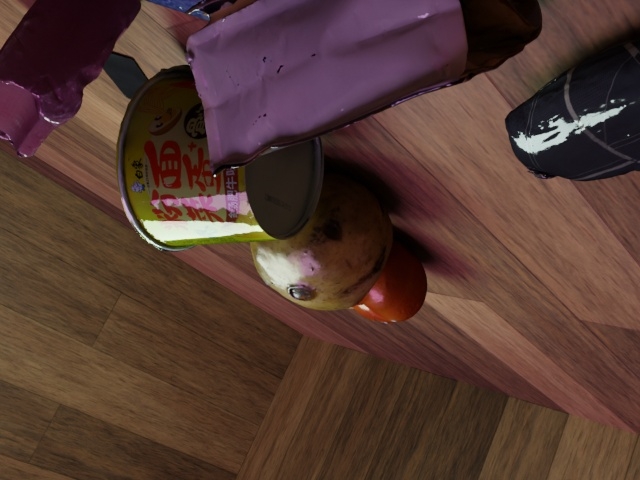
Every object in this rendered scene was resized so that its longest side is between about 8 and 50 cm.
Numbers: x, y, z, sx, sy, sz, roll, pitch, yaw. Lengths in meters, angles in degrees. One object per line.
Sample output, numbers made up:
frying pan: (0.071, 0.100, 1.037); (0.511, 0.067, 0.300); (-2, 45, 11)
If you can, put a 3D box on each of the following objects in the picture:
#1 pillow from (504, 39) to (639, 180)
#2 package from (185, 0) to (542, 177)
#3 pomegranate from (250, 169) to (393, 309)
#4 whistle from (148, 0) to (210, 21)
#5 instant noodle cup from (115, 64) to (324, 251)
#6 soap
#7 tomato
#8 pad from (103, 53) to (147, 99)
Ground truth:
pillow: (0.313, -0.122, 0.741); (0.161, 0.093, 0.335); (25, 167, -14)
package: (0.022, -0.204, 0.695); (0.311, 0.221, 0.165); (-11, 109, 40)
pomegranate: (0.000, 0.000, 1.353); (0.281, 0.281, 0.281); (24, 165, 7)
whistle: (-0.262, -0.359, 0.937); (0.304, 0.062, 0.062); (22, 165, 14)
instant noodle cup: (-0.145, -0.127, 1.150); (0.221, 0.312, 0.311); (5, 157, 28)
soap: (-0.435, -0.277, 1.150); (0.128, 0.233, 0.359); (35, 161, -23)
tomato: (0.113, 0.077, 1.575); (0.259, 0.180, 0.260); (25, 168, 6)
pad: (-0.372, -0.312, 1.380); (0.116, 0.004, 0.193); (21, 165, 17)
